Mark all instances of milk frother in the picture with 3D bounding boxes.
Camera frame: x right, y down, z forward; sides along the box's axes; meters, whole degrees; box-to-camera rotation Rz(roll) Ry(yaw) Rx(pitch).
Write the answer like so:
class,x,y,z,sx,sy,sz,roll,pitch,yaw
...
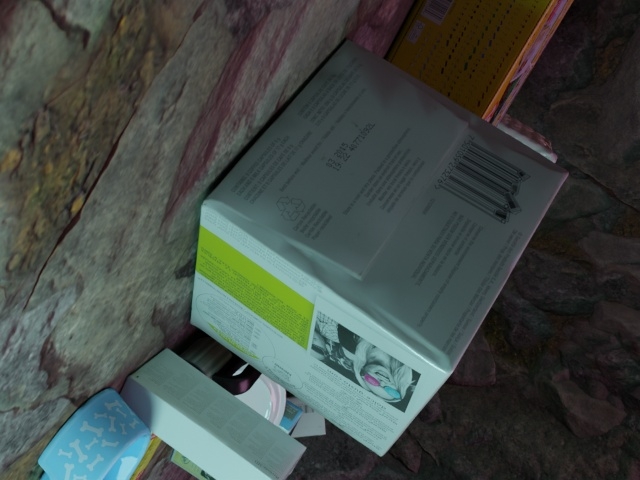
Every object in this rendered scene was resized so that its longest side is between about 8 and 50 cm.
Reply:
class,x,y,z,sx,sy,sz,roll,pitch,yaw
milk frother,-0.157,0.153,1.282,0.135,0.129,0.143,-43,120,-59

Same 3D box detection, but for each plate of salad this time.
class,x,y,z,sx,sy,sz,roll,pitch,yaw
plate of salad,-0.155,0.269,1.423,0.199,0.200,0.048,-58,-154,3

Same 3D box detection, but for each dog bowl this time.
class,x,y,z,sx,sy,sz,roll,pitch,yaw
dog bowl,-0.311,0.324,1.054,0.297,0.074,0.166,-58,171,-2

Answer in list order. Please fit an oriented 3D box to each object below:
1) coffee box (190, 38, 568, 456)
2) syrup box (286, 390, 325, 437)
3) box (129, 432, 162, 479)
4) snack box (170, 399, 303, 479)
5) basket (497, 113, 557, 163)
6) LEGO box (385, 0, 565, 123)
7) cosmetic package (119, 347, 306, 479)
class,x,y,z,sx,sy,sz,roll,pitch,yaw
coffee box,0.062,0.018,1.155,0.337,0.338,0.334,-52,170,-30
syrup box,-0.057,0.407,2.052,0.237,0.093,0.096,152,-66,-78
box,-0.286,0.322,1.218,0.232,0.058,0.087,-60,170,10
snack box,-0.162,0.365,1.601,0.060,0.187,0.322,-50,168,-44
basket,0.332,-0.162,2.040,0.328,0.331,0.266,-61,176,20
LEGO box,0.283,-0.360,1.506,0.500,0.193,0.372,-61,170,20
cosmetic package,-0.145,0.248,1.145,0.060,0.239,0.099,-60,170,23
